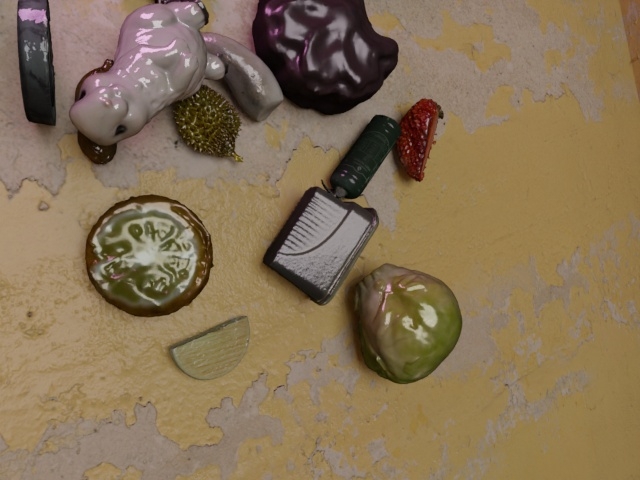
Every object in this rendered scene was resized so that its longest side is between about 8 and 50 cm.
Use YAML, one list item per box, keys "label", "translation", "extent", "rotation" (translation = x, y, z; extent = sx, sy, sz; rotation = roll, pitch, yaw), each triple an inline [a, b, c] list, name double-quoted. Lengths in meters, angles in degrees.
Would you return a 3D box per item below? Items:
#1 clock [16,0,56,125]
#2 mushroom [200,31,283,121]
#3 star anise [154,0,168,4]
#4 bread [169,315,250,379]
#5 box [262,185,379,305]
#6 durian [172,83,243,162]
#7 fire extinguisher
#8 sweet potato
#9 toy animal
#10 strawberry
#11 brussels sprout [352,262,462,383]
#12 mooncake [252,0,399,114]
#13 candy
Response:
- label: "clock"
  translation: [-0.515, -0.325, 0.897]
  extent: [0.049, 0.226, 0.225]
  rotation: [-3, 88, -25]
- label: "mushroom"
  translation: [-0.201, -0.404, 1.151]
  extent: [0.270, 0.118, 0.103]
  rotation: [43, 28, -19]
- label: "star anise"
  translation: [-0.335, -0.620, 1.096]
  extent: [0.272, 0.102, 0.271]
  rotation: [2, 86, -33]
- label: "bread"
  translation: [-0.239, 0.255, 1.117]
  extent: [0.193, 0.036, 0.112]
  rotation: [-21, 101, -33]
- label: "box"
  translation: [0.000, 0.000, 1.199]
  extent: [0.178, 0.138, 0.274]
  rotation: [34, 82, -19]
- label: "durian"
  translation: [-0.244, -0.259, 1.122]
  extent: [0.146, 0.102, 0.208]
  rotation: [-46, 112, -31]
- label: "fire extinguisher"
  translation: [0.101, -0.207, 1.318]
  extent: [0.114, 0.095, 0.311]
  rotation: [36, 68, -8]
- label: "sweet potato"
  translation: [-0.466, -0.269, 1.017]
  extent: [0.081, 0.062, 0.233]
  rotation: [5, 80, -46]
- label: "toy animal"
  translation: [-0.355, -0.318, 0.961]
  extent: [0.357, 0.258, 0.194]
  rotation: [-57, 137, -31]
- label: "strawberry"
  translation: [0.274, -0.303, 1.421]
  extent: [0.175, 0.107, 0.236]
  rotation: [76, 35, -52]
- label: "brussels sprout"
  translation: [0.229, 0.209, 1.286]
  extent: [0.274, 0.242, 0.316]
  rotation: [-11, 87, -6]
- label: "mooncake"
  translation: [0.010, -0.512, 1.235]
  extent: [0.351, 0.212, 0.381]
  rotation: [-40, 104, -20]
- label: "candy"
  translation: [-0.353, 0.031, 1.024]
  extent: [0.260, 0.118, 0.259]
  rotation: [4, 82, -28]
